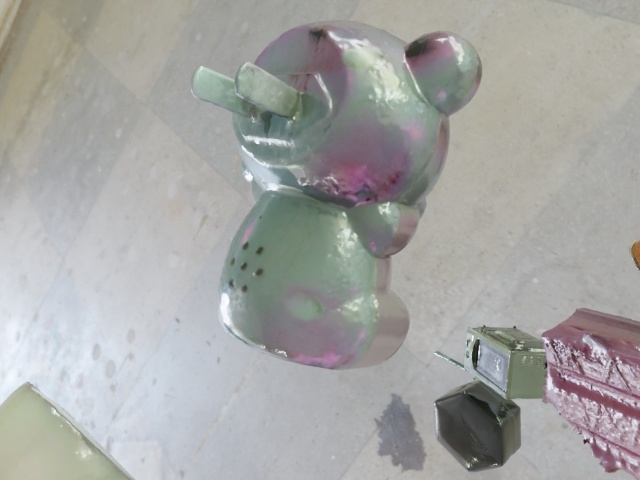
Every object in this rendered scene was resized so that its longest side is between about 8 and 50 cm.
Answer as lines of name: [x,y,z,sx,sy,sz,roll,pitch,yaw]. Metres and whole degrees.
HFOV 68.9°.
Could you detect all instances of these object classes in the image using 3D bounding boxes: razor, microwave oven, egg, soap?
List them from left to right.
egg: [-0.387,0.322,0.633,0.270,0.207,0.162,22,53,28]
razor: [0.473,0.430,1.623,0.084,0.036,0.211,-30,26,-20]
microwave oven: [0.466,0.287,1.137,0.205,0.162,0.129,-155,67,-78]
soap: [0.463,0.229,0.624,0.324,0.127,0.221,-164,59,-68]

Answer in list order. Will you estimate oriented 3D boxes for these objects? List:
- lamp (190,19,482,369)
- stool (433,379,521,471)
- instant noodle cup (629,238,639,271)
lamp: [-0.012,-0.051,0.428,0.247,0.247,0.302,16,93,44]
stool: [0.438,0.510,1.303,0.232,0.141,0.233,15,111,45]
instant noodle cup: [1.093,0.030,1.395,0.230,0.230,0.182,59,146,30]
